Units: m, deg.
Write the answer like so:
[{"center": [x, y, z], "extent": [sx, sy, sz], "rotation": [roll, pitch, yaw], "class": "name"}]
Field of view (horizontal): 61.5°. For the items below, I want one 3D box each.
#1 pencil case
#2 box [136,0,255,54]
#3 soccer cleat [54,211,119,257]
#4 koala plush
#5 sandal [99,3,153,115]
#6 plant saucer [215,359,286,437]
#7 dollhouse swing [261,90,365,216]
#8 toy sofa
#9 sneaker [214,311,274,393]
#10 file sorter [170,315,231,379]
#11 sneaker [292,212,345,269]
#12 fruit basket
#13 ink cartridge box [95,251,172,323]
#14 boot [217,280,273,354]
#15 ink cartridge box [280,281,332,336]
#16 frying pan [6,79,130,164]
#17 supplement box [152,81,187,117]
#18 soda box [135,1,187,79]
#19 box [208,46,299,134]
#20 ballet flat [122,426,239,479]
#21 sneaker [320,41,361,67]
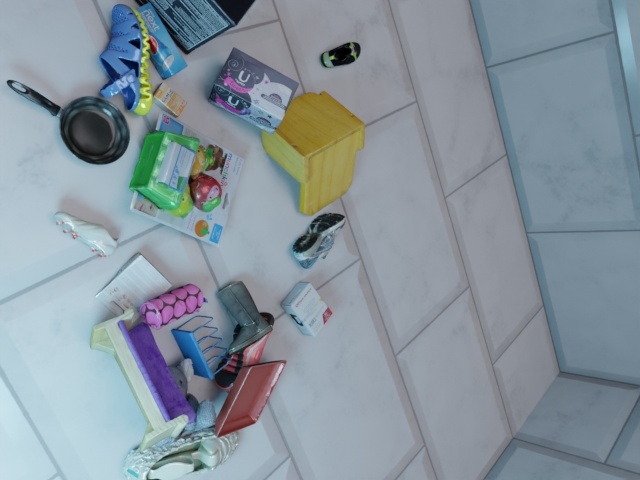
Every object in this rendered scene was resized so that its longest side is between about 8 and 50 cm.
[{"center": [-0.449, 0.204, 1.650], "extent": [0.209, 0.095, 0.098], "rotation": [-22, 111, -58], "class": "pencil case"}, {"center": [-0.393, -0.765, 1.615], "extent": [0.296, 0.294, 0.183], "rotation": [45, 59, -32], "class": "box"}, {"center": [-0.661, -0.029, 1.525], "extent": [0.196, 0.068, 0.076], "rotation": [48, 55, -38], "class": "soccer cleat"}, {"center": [-0.451, 0.487, 1.649], "extent": [0.196, 0.203, 0.221], "rotation": [-19, 83, -24], "class": "koala plush"}, {"center": [-0.575, -0.528, 1.565], "extent": [0.138, 0.126, 0.317], "rotation": [-8, 93, -42], "class": "sandal"}, {"center": [-0.239, 0.513, 1.801], "extent": [0.258, 0.047, 0.259], "rotation": [-64, 157, 4], "class": "plant saucer"}, {"center": [-0.040, -0.330, 2.077], "extent": [0.315, 0.305, 0.347], "rotation": [43, 53, 15], "class": "dollhouse swing"}, {"center": [-0.485, 0.376, 1.501], "extent": [0.177, 0.150, 0.362], "rotation": [-21, 69, -35], "class": "toy sofa"}, {"center": [-0.255, 0.392, 1.868], "extent": [0.314, 0.116, 0.136], "rotation": [-60, 150, -30], "class": "sneaker"}, {"center": [-0.378, 0.340, 1.732], "extent": [0.104, 0.118, 0.170], "rotation": [-33, 111, -40], "class": "file sorter"}, {"center": [0.000, 0.000, 2.099], "extent": [0.283, 0.110, 0.122], "rotation": [-43, 134, -30], "class": "sneaker"}, {"center": [-0.398, -0.185, 1.693], "extent": [0.353, 0.165, 0.327], "rotation": [26, 72, -42], "class": "fruit basket"}, {"center": [-0.565, 0.148, 1.633], "extent": [0.179, 0.045, 0.145], "rotation": [-44, 119, -12], "class": "ink cartridge box"}, {"center": [-0.279, 0.254, 1.792], "extent": [0.189, 0.076, 0.208], "rotation": [-29, 80, -40], "class": "boot"}, {"center": [-0.052, 0.260, 2.049], "extent": [0.127, 0.072, 0.175], "rotation": [-50, 120, -30], "class": "ink cartridge box"}, {"center": [-0.696, -0.314, 1.502], "extent": [0.326, 0.053, 0.197], "rotation": [2, 87, -40], "class": "frying pan"}, {"center": [-0.480, -0.443, 1.704], "extent": [0.098, 0.036, 0.062], "rotation": [39, 64, -34], "class": "supplement box"}, {"center": [-0.506, -0.612, 1.664], "extent": [0.071, 0.067, 0.210], "rotation": [-46, 117, -32], "class": "soda box"}, {"center": [-0.225, -0.495, 1.805], "extent": [0.247, 0.142, 0.163], "rotation": [26, 70, -12], "class": "box"}, {"center": [-0.407, 0.690, 1.692], "extent": [0.409, 0.147, 0.147], "rotation": [0, 90, -42], "class": "ballet flat"}, {"center": [0.105, -0.753, 2.184], "extent": [0.234, 0.097, 0.084], "rotation": [-36, 113, -36], "class": "sneaker"}]
